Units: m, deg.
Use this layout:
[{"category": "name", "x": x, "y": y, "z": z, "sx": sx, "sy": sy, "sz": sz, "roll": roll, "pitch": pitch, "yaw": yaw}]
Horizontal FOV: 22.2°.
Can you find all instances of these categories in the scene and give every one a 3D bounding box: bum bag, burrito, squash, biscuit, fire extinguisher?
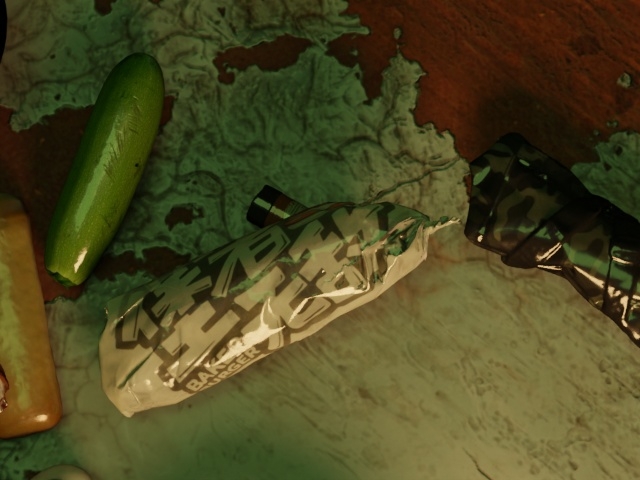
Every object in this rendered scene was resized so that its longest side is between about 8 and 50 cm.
[{"category": "bum bag", "x": 0.307, "y": 0.010, "z": 1.850, "sx": 0.340, "sy": 0.095, "sz": 0.144, "roll": 34, "pitch": 68, "yaw": 7}, {"category": "burrito", "x": -0.054, "y": 0.052, "z": 1.823, "sx": 0.445, "sy": 0.101, "sz": 0.139, "roll": -27, "pitch": 85, "yaw": 9}, {"category": "squash", "x": -0.248, "y": -0.084, "z": 1.899, "sx": 0.082, "sy": 0.082, "sz": 0.292, "roll": 19, "pitch": 81, "yaw": 6}, {"category": "biscuit", "x": -0.433, "y": 0.099, "z": 1.885, "sx": 0.237, "sy": 0.062, "sz": 0.290, "roll": -11, "pitch": 80, "yaw": 1}, {"category": "fire extinguisher", "x": 0.000, "y": 0.000, "z": 1.887, "sx": 0.177, "sy": 0.050, "sz": 0.062, "roll": 29, "pitch": 57, "yaw": 8}]

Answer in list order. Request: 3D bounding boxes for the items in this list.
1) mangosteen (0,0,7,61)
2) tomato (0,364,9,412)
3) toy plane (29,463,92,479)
[{"category": "mangosteen", "x": -0.520, "y": -0.264, "z": 1.835, "sx": 0.307, "sy": 0.307, "sz": 0.347, "roll": -33, "pitch": 80, "yaw": -3}, {"category": "tomato", "x": -0.464, "y": 0.160, "z": 1.776, "sx": 0.214, "sy": 0.181, "sz": 0.155, "roll": -37, "pitch": 62, "yaw": -10}, {"category": "toy plane", "x": -0.319, "y": 0.365, "z": 1.800, "sx": 0.252, "sy": 0.118, "sz": 0.252, "roll": 0, "pitch": 71, "yaw": -1}]
